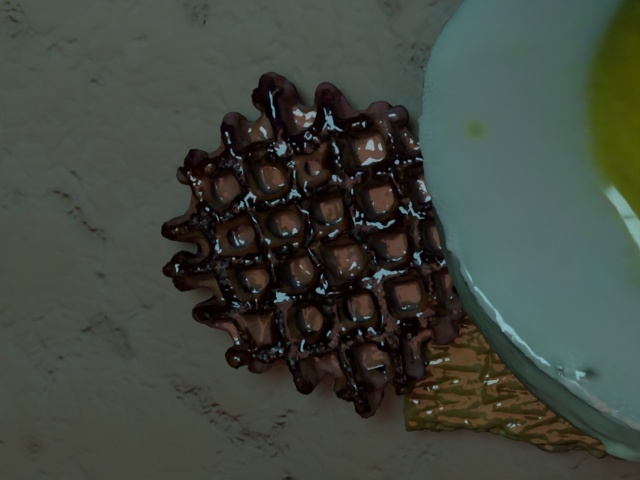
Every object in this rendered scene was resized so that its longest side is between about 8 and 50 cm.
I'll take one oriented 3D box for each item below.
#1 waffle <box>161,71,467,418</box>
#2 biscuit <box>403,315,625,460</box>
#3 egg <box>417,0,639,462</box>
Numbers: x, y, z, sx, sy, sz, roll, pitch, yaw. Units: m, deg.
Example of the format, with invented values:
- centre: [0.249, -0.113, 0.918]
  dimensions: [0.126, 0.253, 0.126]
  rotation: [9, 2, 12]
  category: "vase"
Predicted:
- centre: [0.000, 0.000, 0.579]
  dimensions: [0.234, 0.055, 0.221]
  rotation: [28, 101, 6]
  category: "waffle"
- centre: [0.173, 0.088, 0.590]
  dimensions: [0.224, 0.033, 0.144]
  rotation: [1, 98, 9]
  category: "biscuit"
- centre: [0.214, -0.013, 0.470]
  dimensions: [0.337, 0.201, 0.337]
  rotation: [-3, 63, 6]
  category: "egg"
